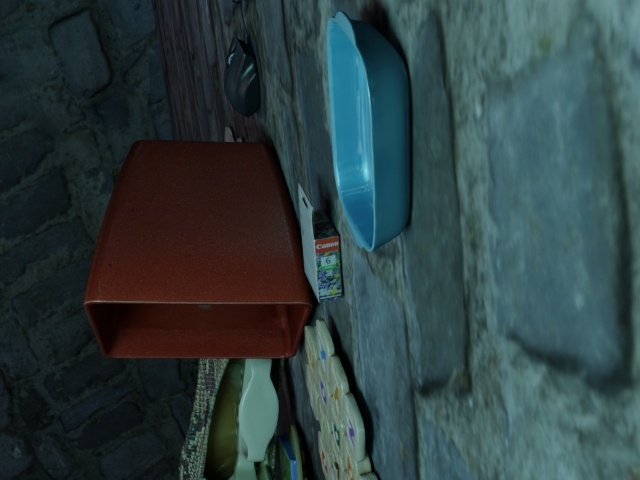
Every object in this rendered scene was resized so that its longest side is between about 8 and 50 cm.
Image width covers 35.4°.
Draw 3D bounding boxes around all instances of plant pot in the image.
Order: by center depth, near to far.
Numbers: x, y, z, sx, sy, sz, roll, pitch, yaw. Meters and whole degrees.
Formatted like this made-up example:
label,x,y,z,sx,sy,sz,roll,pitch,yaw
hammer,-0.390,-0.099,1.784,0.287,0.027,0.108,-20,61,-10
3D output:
label,x,y,z,sx,sy,sz,roll,pitch,yaw
plant pot,-0.158,0.010,1.321,0.267,0.267,0.235,108,162,-69

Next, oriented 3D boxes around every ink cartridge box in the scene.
label,x,y,z,sx,sy,sz,roll,pitch,yaw
ink cartridge box,0.000,0.000,1.045,0.063,0.029,0.115,-118,21,-57

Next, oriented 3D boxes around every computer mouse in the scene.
label,x,y,z,sx,sy,sz,roll,pitch,yaw
computer mouse,-0.111,-0.269,1.309,0.071,0.041,0.242,-115,18,-53

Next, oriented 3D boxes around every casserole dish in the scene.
label,x,y,z,sx,sy,sz,roll,pitch,yaw
casserole dish,0.037,-0.081,0.752,0.114,0.037,0.188,-117,18,-54

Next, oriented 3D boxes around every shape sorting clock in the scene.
label,x,y,z,sx,sy,sz,roll,pitch,yaw
shape sorting clock,-0.034,0.391,1.579,0.206,0.040,0.206,175,90,-80

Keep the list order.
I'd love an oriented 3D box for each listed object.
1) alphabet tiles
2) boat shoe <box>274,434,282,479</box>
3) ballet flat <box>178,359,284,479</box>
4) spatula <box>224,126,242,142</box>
label,x,y,z,sx,sy,sz,roll,pitch,yaw
alphabet tiles,0.027,0.237,1.168,0.284,0.021,0.278,-113,16,-46
boat shoe,-0.099,0.432,1.869,0.258,0.095,0.084,77,172,-63
ballet flat,-0.131,0.315,1.591,0.182,0.164,0.482,-136,49,-57
spatula,-0.127,-0.063,1.671,0.168,0.019,0.242,-147,46,-68
